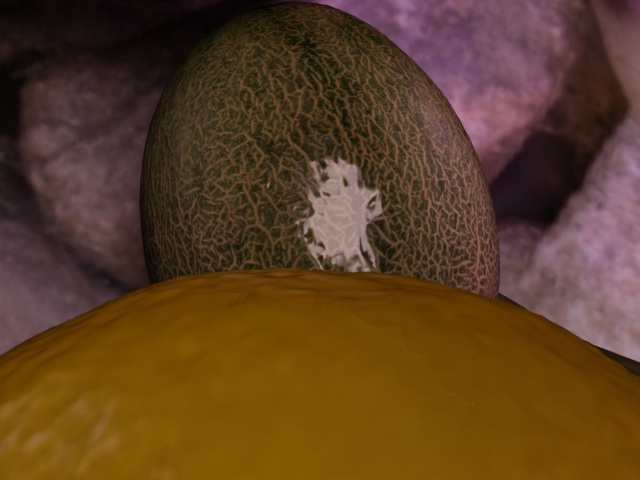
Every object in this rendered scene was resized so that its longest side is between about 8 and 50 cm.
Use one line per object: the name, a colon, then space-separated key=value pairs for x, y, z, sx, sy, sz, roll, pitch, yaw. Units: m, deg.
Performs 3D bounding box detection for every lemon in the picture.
lemon: x=0.002 y=0.172 z=0.478 sx=0.348 sy=0.348 sz=0.348 roll=5 pitch=70 yaw=-14

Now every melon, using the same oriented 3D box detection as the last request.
melon: x=0.000 y=0.000 z=0.643 sx=0.139 sy=0.139 sz=0.192 roll=-13 pitch=75 yaw=-19

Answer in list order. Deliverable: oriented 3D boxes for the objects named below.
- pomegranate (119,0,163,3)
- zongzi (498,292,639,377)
pomegranate: x=-0.045 y=-0.275 z=0.630 sx=0.410 sy=0.410 sz=0.410 roll=5 pitch=70 yaw=-14
zongzi: x=0.135 y=0.057 z=0.711 sx=0.154 sy=0.062 sz=0.130 roll=-6 pitch=61 yaw=-24
